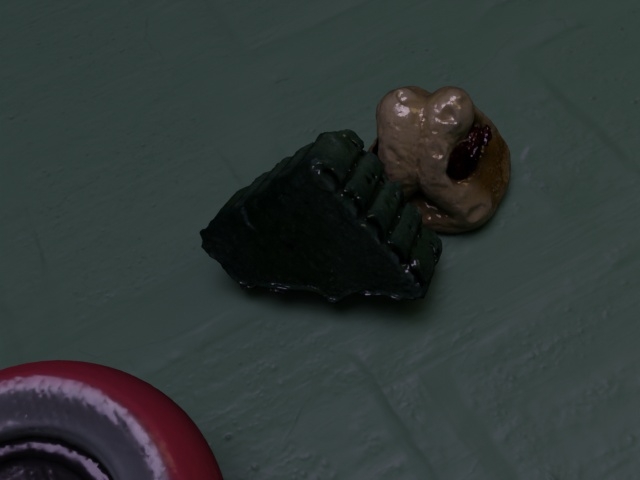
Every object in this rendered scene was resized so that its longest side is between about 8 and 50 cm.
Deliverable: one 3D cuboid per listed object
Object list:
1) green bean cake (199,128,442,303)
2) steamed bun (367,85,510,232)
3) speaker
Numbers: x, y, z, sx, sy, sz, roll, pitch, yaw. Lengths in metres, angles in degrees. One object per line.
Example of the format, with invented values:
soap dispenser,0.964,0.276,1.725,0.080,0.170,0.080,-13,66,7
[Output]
green bean cake,0.000,0.000,0.944,0.208,0.193,0.107,-29,22,34
steamed bun,0.122,-0.107,0.976,0.172,0.155,0.141,12,58,21
speaker,-0.221,0.251,0.711,0.294,0.294,0.294,-6,53,8
